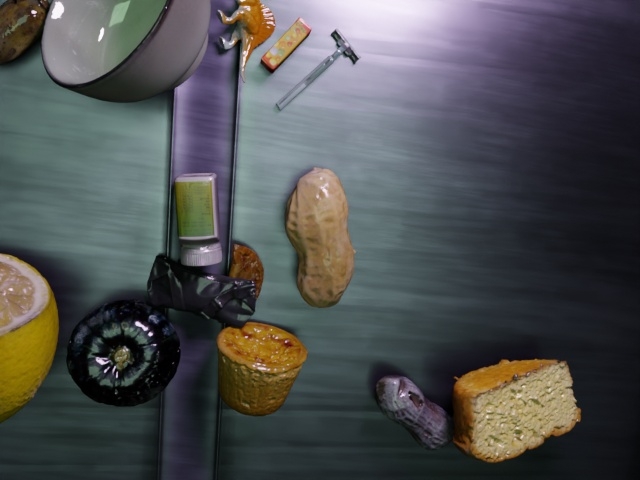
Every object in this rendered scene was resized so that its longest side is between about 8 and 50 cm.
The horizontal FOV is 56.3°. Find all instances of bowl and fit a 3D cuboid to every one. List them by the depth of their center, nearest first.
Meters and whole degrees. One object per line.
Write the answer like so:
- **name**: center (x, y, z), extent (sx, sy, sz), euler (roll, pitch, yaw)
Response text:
- **bowl**: center (-0.340, -0.408, 1.145), extent (0.353, 0.354, 0.185), euler (-57, 145, 3)

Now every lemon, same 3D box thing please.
- **lemon**: center (-0.694, 0.215, 1.157), extent (0.364, 0.364, 0.364), euler (-1, 99, -8)

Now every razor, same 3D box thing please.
- **razor**: center (-0.015, -0.362, 1.309), extent (0.211, 0.036, 0.084), euler (-43, 100, -1)

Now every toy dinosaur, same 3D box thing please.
- **toy dinosaur**: center (-0.148, -0.458, 1.276), extent (0.142, 0.057, 0.212), euler (-25, 114, -23)

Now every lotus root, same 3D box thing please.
- **lotus root**: center (-0.608, -0.421, 1.192), extent (0.179, 0.080, 0.089), euler (-44, 81, 4)

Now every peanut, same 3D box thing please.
- **peanut**: center (0.000, 0.000, 1.319), extent (0.149, 0.149, 0.313), euler (-11, 107, -6)

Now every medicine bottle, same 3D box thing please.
- **medicine bottle**: center (-0.259, -0.046, 1.273), extent (0.088, 0.132, 0.188), euler (-3, 100, -8)

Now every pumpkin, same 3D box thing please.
- **pumpkin**: center (-0.418, 0.242, 1.280), extent (0.233, 0.163, 0.233), euler (0, 88, -12)

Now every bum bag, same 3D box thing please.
- **bum bag**: center (-0.264, 0.115, 1.319), extent (0.248, 0.060, 0.123), euler (14, 103, 11)

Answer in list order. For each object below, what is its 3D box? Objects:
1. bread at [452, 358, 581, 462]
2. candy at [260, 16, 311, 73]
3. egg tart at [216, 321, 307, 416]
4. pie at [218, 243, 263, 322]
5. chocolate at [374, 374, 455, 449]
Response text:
- **bread**: center (0.427, 0.388, 1.412), extent (0.340, 0.179, 0.194), euler (-13, 96, -24)
- **candy**: center (-0.074, -0.416, 1.278), extent (0.038, 0.062, 0.122), euler (44, 91, -10)
- **egg tart**: center (-0.143, 0.285, 1.327), extent (0.203, 0.202, 0.147), euler (12, 111, -10)
- **pie**: center (-0.177, 0.101, 1.359), extent (0.088, 0.033, 0.191), euler (9, 105, -21)
- **chocolate**: center (0.224, 0.411, 1.431), extent (0.110, 0.110, 0.248), euler (-45, 102, 0)
